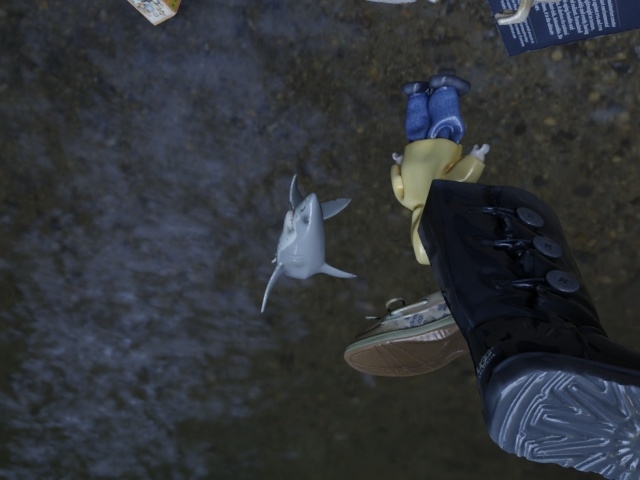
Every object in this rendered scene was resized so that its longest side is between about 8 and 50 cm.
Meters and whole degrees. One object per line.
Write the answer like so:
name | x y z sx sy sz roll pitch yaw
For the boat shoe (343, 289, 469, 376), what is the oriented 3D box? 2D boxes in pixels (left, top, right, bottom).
boat shoe | 0.165 0.122 1.302 0.285 0.089 0.104 -19 137 23

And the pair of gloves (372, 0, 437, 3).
pair of gloves | 0.086 -0.325 0.901 0.204 0.240 0.042 27 147 20

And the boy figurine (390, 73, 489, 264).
boy figurine | 0.182 -0.106 1.364 0.092 0.285 0.177 6 169 -44

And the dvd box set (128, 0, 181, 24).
dvd box set | -0.361 -0.604 1.475 0.062 0.307 0.420 -16 139 36

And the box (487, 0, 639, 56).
box | 0.357 -0.429 1.140 0.294 0.296 0.183 -8 156 20

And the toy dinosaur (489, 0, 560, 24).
toy dinosaur | 0.125 -0.184 0.546 0.183 0.053 0.092 11 132 26

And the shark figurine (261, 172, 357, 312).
shark figurine | -0.005 0.013 1.171 0.116 0.278 0.166 16 97 -2

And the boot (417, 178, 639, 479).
boot | 0.315 0.102 1.088 0.367 0.445 0.146 23 112 -15
